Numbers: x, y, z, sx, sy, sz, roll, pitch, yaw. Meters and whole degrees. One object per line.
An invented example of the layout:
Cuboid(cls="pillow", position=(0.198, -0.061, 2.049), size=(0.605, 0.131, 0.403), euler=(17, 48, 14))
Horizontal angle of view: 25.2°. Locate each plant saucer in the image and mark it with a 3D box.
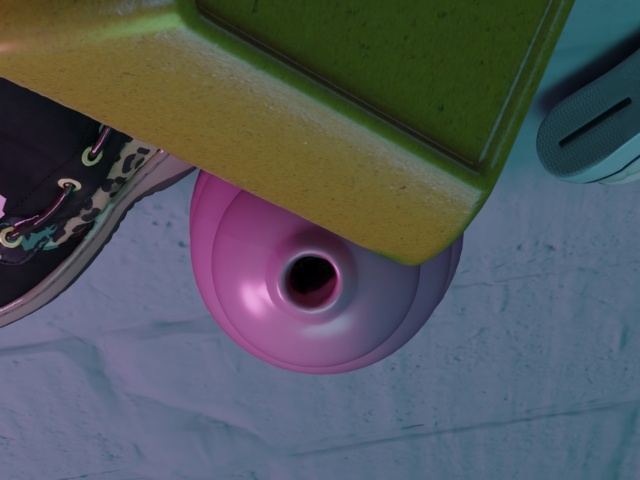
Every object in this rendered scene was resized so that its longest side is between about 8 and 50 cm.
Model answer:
Cuboid(cls="plant saucer", position=(0.036, -0.175, 0.734), size=(0.333, 0.333, 0.081), euler=(25, 178, -42))

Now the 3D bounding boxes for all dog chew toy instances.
Cuboid(cls="dog chew toy", position=(0.000, 0.000, 0.992), size=(0.206, 0.206, 0.332), euler=(-11, -173, 4))

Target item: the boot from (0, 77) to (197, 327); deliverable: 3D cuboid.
Cuboid(cls="boot", position=(-0.244, -0.087, 0.960), size=(0.377, 0.138, 0.284), euler=(-33, 141, 28))

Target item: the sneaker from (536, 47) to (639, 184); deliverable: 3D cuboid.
Cuboid(cls="sneaker", position=(0.286, -0.121, 1.090), size=(0.258, 0.094, 0.091), euler=(-27, 162, 35))
